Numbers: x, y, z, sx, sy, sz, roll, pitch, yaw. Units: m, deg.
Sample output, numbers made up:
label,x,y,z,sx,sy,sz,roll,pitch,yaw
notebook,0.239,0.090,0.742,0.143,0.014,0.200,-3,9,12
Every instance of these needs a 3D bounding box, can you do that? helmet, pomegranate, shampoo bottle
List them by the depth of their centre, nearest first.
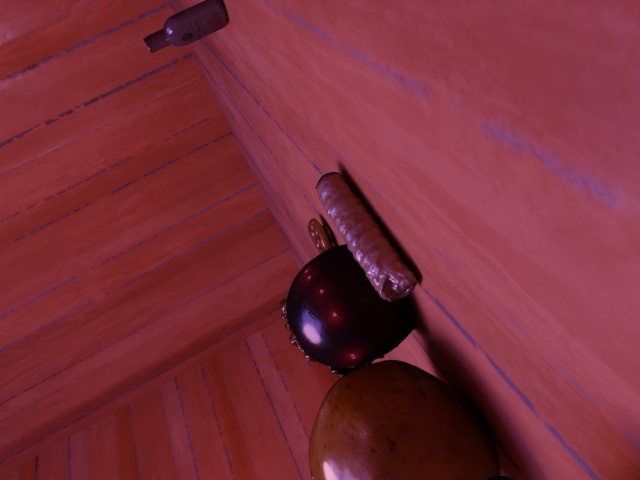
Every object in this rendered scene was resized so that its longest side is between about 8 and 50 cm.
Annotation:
label,x,y,z,sx,sy,sz,roll,pitch,yaw
pomegranate,0.110,0.313,0.715,0.307,0.307,0.307,60,173,12
helmet,0.045,0.105,0.790,0.216,0.193,0.189,-44,71,39
shampoo bottle,-0.260,-0.411,0.950,0.040,0.165,0.080,61,173,5

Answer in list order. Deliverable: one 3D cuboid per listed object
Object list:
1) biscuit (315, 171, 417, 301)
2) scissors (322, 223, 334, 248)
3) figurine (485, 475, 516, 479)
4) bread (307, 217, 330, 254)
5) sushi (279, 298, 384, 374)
label,x,y,z,sx,sy,sz,roll,pitch,yaw
biscuit,0.057,-0.013,0.687,0.219,0.055,0.061,59,143,27
scissors,0.033,0.034,1.208,0.133,0.020,0.187,63,171,8
figurine,0.221,0.313,0.363,0.338,0.205,0.283,59,-169,2
bread,0.000,0.000,1.159,0.110,0.025,0.110,61,169,19
sushi,0.031,0.211,1.187,0.234,0.208,0.348,65,168,0
